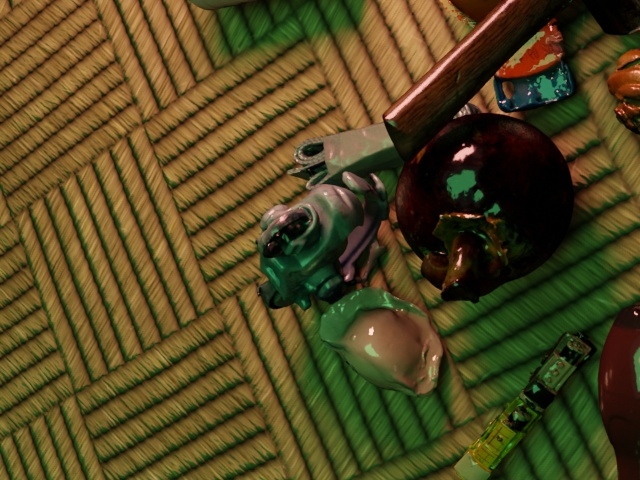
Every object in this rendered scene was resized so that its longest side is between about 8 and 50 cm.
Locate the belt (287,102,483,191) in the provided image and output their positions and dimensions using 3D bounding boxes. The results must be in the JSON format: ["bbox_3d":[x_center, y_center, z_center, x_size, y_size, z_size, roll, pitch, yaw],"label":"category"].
[{"bbox_3d":[0.091,-0.129,1.805,0.302,0.072,0.087,-16,78,31],"label":"belt"}]

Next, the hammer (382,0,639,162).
[{"bbox_3d":[0.225,-0.263,1.573,0.409,0.095,0.242,-44,109,-3],"label":"hammer"}]

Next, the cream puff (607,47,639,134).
[{"bbox_3d":[0.417,-0.176,1.577,0.133,0.119,0.104,35,70,-2],"label":"cream puff"}]

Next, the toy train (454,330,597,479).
[{"bbox_3d":[0.271,0.219,1.681,0.053,0.085,0.250,39,109,9],"label":"toy train"}]

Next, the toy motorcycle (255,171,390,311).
[{"bbox_3d":[0.000,0.000,1.766,0.206,0.260,0.154,-31,68,-16],"label":"toy motorcycle"}]

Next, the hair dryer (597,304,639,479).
[{"bbox_3d":[0.510,0.229,1.539,0.340,0.123,0.313,-2,99,21],"label":"hair dryer"}]

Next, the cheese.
[{"bbox_3d":[0.247,-0.335,1.684,0.217,0.129,0.329,-15,92,28],"label":"cheese"}]

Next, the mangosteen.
[{"bbox_3d":[0.206,-0.028,1.614,0.231,0.289,0.231,3,124,5],"label":"mangosteen"}]

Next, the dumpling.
[{"bbox_3d":[0.093,0.140,1.787,0.188,0.108,0.127,34,69,12],"label":"dumpling"}]

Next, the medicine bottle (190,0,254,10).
[{"bbox_3d":[-0.076,-0.433,1.870,0.254,0.152,0.152,-5,86,32],"label":"medicine bottle"}]
